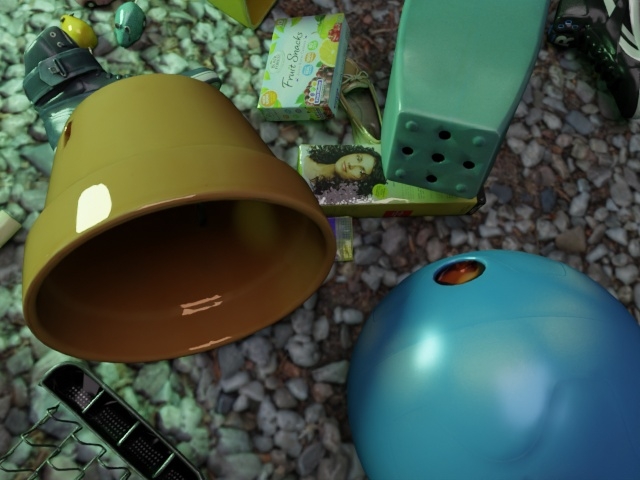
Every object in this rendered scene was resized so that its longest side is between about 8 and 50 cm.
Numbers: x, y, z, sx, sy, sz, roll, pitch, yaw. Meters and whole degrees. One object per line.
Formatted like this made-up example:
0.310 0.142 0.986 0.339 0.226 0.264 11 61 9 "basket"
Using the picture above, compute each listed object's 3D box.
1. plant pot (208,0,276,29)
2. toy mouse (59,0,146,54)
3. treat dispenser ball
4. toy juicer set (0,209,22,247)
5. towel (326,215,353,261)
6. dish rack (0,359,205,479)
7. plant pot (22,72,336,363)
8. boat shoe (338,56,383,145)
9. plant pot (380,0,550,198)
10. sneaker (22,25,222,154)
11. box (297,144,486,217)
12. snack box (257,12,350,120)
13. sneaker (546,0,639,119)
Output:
-0.133 -0.454 0.741 0.187 0.212 0.212 25 72 15 "plant pot"
-0.292 -0.319 0.765 0.143 0.031 0.161 -33 79 -14 "toy mouse"
0.168 0.152 0.538 0.288 0.288 0.288 2 74 -5 "treat dispenser ball"
-0.472 -0.074 0.652 0.209 0.089 0.329 -30 104 -22 "toy juicer set"
0.000 0.000 0.702 0.083 0.009 0.060 -2 95 -7 "towel"
-0.272 0.287 0.567 0.208 0.074 0.271 39 74 7 "dish rack"
-0.154 -0.029 0.582 0.290 0.291 0.204 -17 60 -10 "plant pot"
0.053 -0.187 0.751 0.056 0.048 0.153 -13 75 -9 "boat shoe"
0.156 -0.175 0.655 0.165 0.165 0.234 14 55 7 "plant pot"
-0.254 -0.208 0.702 0.226 0.086 0.163 -28 85 -12 "sneaker"
0.088 -0.075 0.718 0.232 0.058 0.087 -3 74 -7 "box"
-0.021 -0.230 0.746 0.100 0.037 0.141 2 71 21 "snack box"
0.392 -0.272 0.806 0.121 0.079 0.217 -4 80 10 "sneaker"
